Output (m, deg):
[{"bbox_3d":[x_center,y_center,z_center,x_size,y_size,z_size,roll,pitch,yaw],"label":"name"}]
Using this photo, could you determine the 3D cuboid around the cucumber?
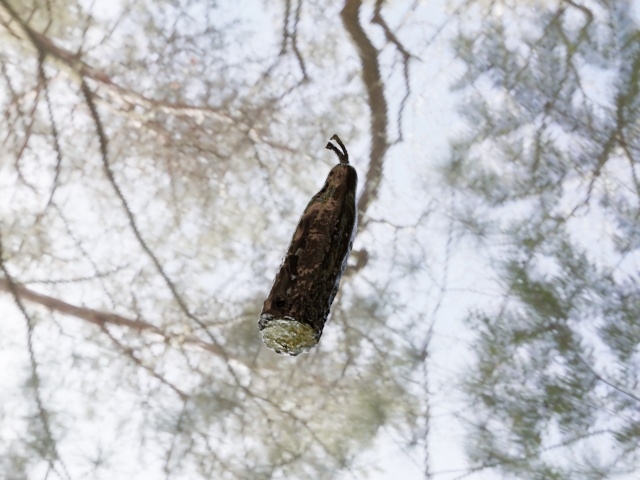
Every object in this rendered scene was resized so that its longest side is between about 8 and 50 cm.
[{"bbox_3d":[0.000,0.000,0.716,0.039,0.043,0.163,-55,-171,45],"label":"cucumber"}]
